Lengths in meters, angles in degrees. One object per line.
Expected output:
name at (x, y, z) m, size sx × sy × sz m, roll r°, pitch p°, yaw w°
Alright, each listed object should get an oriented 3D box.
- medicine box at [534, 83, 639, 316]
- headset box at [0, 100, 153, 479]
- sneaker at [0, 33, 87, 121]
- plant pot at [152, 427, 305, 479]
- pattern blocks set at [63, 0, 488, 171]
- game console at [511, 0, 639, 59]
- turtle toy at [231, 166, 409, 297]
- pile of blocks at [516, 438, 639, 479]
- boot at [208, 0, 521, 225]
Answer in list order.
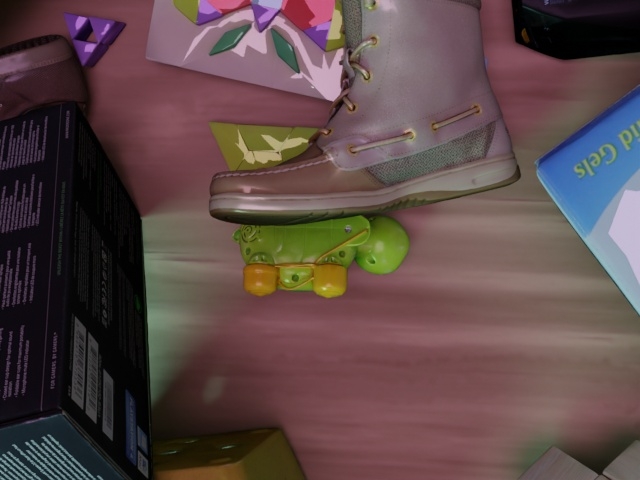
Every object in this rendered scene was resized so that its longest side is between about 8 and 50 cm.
medicine box at (0.318, 0.001, 0.422) m, size 0.263 × 0.149 × 0.289 m, roll -38°, pitch 73°, yaw 16°
headset box at (-0.266, 0.067, 0.478) m, size 0.283 × 0.246 × 0.131 m, roll -15°, pitch 139°, yaw 0°
sneaker at (-0.269, -0.094, 0.559) m, size 0.189 × 0.066 × 0.071 m, roll -18°, pitch 118°, yaw -4°
plant pot at (-0.099, 0.243, 0.532) m, size 0.212 × 0.212 × 0.187 m, roll -8°, pitch 85°, yaw 8°
pattern blocks set at (-0.035, -0.188, 0.553) m, size 0.325 × 0.026 × 0.285 m, roll -2°, pitch 97°, yaw 7°
game console at (0.226, -0.311, 0.498) m, size 0.213 × 0.044 × 0.361 m, roll -6°, pitch 97°, yaw 6°
turtle toy at (0.000, 0.000, 0.550) m, size 0.130 × 0.066 × 0.095 m, roll 2°, pitch 74°, yaw 5°
pile of blocks at (0.149, 0.305, 0.564) m, size 0.149 × 0.113 × 0.362 m, roll 27°, pitch 92°, yaw -42°
boot at (0.021, -0.098, 0.484) m, size 0.213 × 0.077 × 0.165 m, roll -11°, pitch 93°, yaw -19°
